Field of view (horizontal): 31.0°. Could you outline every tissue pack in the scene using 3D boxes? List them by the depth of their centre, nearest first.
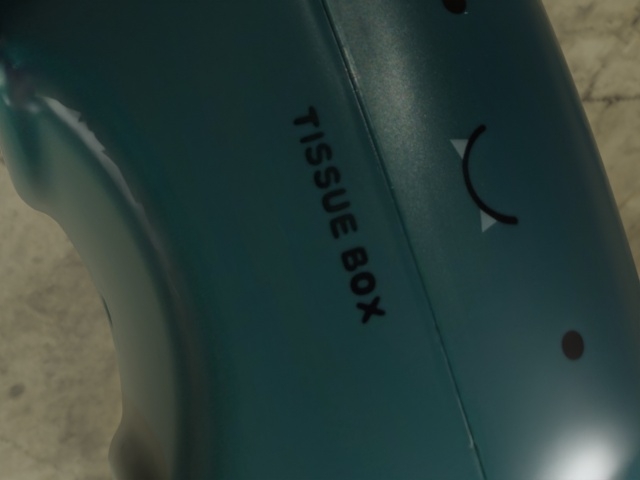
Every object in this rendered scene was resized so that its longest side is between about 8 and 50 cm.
[{"bbox_3d":[0.000,0.000,0.429,0.206,0.287,0.198,-17,177,-15],"label":"tissue pack"}]
